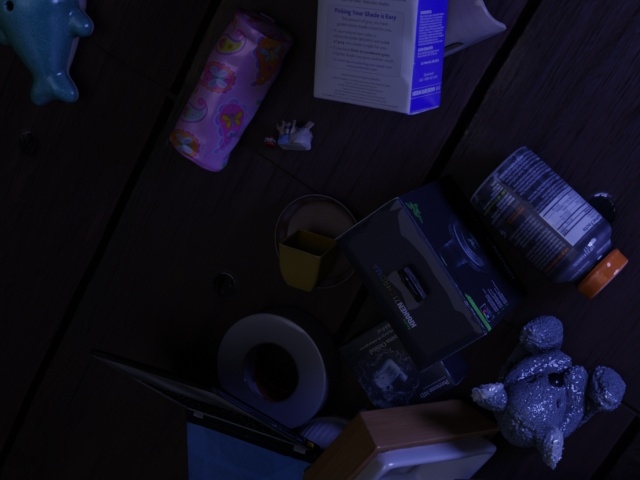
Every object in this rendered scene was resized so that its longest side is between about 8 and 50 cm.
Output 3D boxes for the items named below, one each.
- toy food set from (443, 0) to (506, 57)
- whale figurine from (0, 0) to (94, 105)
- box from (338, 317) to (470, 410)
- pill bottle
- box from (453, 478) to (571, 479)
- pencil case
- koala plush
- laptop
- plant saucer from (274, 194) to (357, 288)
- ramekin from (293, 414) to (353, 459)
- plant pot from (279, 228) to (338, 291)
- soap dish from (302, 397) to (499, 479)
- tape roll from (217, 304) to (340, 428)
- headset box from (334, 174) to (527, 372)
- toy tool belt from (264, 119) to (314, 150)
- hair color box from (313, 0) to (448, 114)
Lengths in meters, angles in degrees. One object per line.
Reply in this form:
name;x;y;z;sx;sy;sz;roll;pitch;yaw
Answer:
toy food set;0.153;-0.442;1.764;0.220;0.092;0.306;-19;91;37
whale figurine;-0.525;-0.385;2.033;0.216;0.141;0.272;0;101;23
box;0.144;0.204;1.883;0.156;0.093;0.158;-34;87;25
pill bottle;0.363;-0.021;1.719;0.245;0.130;0.130;45;114;10
box;0.430;0.645;1.685;0.480;0.297;0.472;-1;102;11
pencil case;-0.158;-0.260;1.912;0.124;0.124;0.284;36;113;13
koala plush;0.340;0.263;1.735;0.196;0.221;0.203;42;114;11
laptop;-0.206;0.404;1.927;0.382;0.408;0.236;7;66;47
plant saucer;0.000;0.000;1.940;0.168;0.029;0.168;5;102;24
ramekin;0.012;0.427;1.976;0.207;0.109;0.207;5;102;23
plant pot;-0.024;0.040;1.902;0.081;0.081;0.083;18;117;19
soap dish;0.127;0.368;1.815;0.229;0.291;0.118;-54;52;34
tape roll;-0.076;0.230;1.996;0.219;0.072;0.219;5;103;24
headset box;0.177;0.045;1.731;0.131;0.283;0.246;-34;85;26
toy tool belt;-0.054;-0.187;1.922;0.083;0.052;0.051;4;71;20
hair color box;0.097;-0.379;1.696;0.185;0.110;0.339;15;113;32
